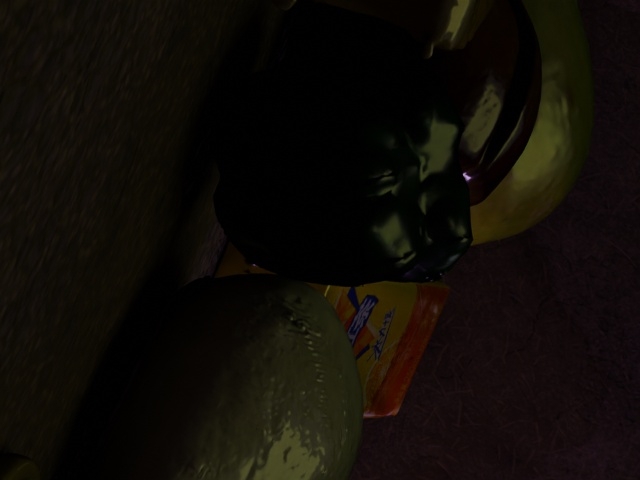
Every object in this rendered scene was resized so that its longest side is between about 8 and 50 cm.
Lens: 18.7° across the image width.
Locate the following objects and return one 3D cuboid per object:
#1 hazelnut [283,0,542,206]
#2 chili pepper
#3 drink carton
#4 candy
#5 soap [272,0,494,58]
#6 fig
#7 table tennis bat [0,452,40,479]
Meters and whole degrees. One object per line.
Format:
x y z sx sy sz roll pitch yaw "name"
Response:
0.070 -0.133 1.578 0.218 0.218 0.234 -65 -175 -23 "hazelnut"
-0.002 -0.051 1.415 0.165 0.261 0.174 -34 119 -28 "chili pepper"
0.001 0.083 1.811 0.155 0.111 0.351 -67 161 4 "drink carton"
-0.072 0.161 1.454 0.295 0.185 0.296 24 90 -88 "candy"
0.094 -0.320 1.318 0.293 0.156 0.335 -51 161 -70 "soap"
0.136 -0.160 1.808 0.258 0.258 0.326 -51 153 -69 "fig"
-0.225 0.265 1.200 0.198 0.050 0.321 -64 169 -49 "table tennis bat"
